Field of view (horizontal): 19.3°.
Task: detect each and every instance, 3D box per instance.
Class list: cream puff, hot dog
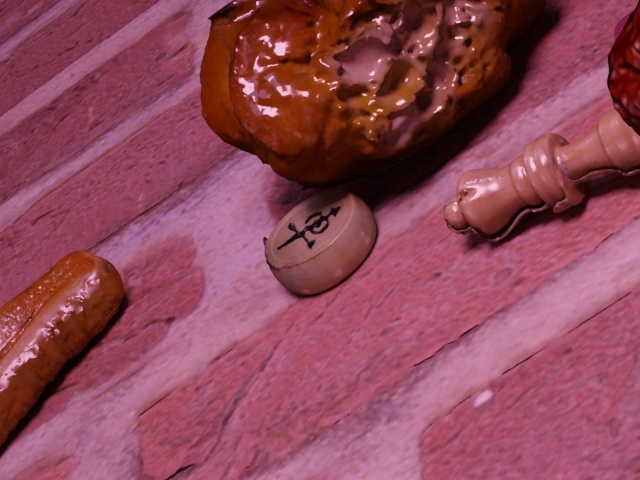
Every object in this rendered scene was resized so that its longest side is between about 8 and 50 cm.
[{"bbox_3d":[0.028,-0.136,1.374,0.241,0.154,0.269,-14,18,39],"label":"cream puff"},{"bbox_3d":[-0.261,0.122,1.452,0.083,0.068,0.289,30,66,36],"label":"hot dog"}]

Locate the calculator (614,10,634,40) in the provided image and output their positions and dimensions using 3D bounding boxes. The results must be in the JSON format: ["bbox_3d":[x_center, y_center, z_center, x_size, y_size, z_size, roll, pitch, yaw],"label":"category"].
[{"bbox_3d":[0.282,-0.164,1.238,0.190,0.034,0.126,-37,29,17],"label":"calculator"}]

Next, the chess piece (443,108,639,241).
[{"bbox_3d":[0.153,-0.045,1.202,0.172,0.060,0.060,-26,31,29],"label":"chess piece"}]

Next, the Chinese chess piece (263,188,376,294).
[{"bbox_3d":[0.000,0.000,1.341,0.084,0.034,0.084,-28,31,19],"label":"Chinese chess piece"}]

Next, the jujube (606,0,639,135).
[{"bbox_3d":[0.239,-0.128,0.966,0.236,0.168,0.168,-38,21,48],"label":"jujube"}]
